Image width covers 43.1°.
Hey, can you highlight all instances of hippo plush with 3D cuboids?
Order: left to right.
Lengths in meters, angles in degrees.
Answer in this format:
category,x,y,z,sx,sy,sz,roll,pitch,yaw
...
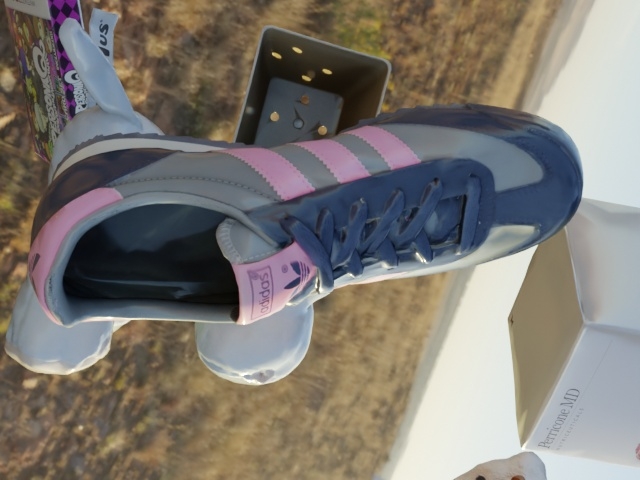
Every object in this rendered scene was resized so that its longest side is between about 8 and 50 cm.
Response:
category,x,y,z,sx,sy,sz,roll,pitch,yaw
hippo plush,-0.097,-0.012,0.664,0.234,0.236,0.294,-102,-152,-70

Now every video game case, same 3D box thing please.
category,x,y,z,sx,sy,sz,roll,pitch,yaw
video game case,-0.327,-0.198,0.992,0.041,0.210,0.232,-17,117,-28

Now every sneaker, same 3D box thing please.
category,x,y,z,sx,sy,sz,roll,pitch,yaw
sneaker,0.000,0.000,0.448,0.131,0.318,0.112,-97,180,-60

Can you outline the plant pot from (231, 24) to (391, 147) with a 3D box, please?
category,x,y,z,sx,sy,sz,roll,pitch,yaw
plant pot,-0.013,-0.105,0.691,0.096,0.109,0.109,177,-73,-82

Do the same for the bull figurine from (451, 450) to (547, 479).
category,x,y,z,sx,sy,sz,roll,pitch,yaw
bull figurine,0.195,0.274,0.521,0.188,0.310,0.101,-63,176,-3

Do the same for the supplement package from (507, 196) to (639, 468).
category,x,y,z,sx,sy,sz,roll,pitch,yaw
supplement package,0.342,0.098,0.744,0.175,0.292,0.178,-81,180,-49
